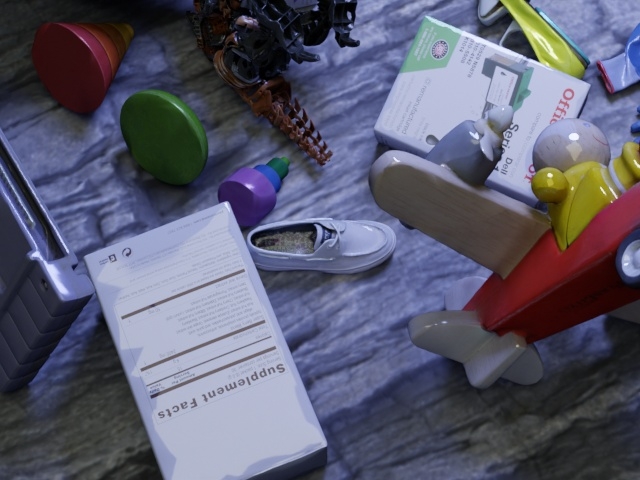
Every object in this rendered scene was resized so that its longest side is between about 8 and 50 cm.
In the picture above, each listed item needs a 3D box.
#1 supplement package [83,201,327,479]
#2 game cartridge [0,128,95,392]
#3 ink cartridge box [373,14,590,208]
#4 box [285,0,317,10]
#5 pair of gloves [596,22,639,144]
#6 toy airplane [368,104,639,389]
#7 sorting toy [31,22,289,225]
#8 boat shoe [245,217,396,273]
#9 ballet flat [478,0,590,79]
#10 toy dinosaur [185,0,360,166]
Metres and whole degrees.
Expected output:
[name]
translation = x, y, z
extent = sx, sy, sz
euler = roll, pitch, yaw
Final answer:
[supplement package]
translation = -0.123, 0.139, 1.348
extent = 0.175, 0.177, 0.293
euler = -21, 74, -6
[game cartridge]
translation = -0.402, -0.022, 1.384
extent = 0.068, 0.230, 0.355
euler = -17, 68, -47
[ink cartridge box]
translation = 0.197, -0.154, 1.466
extent = 0.219, 0.092, 0.160
euler = 24, 89, 8
[box]
translation = -0.074, -0.457, 1.591
extent = 0.063, 0.067, 0.324
euler = -14, 74, -4
[pair of gloves]
translation = 0.446, -0.195, 1.529
extent = 0.159, 0.023, 0.198
euler = -24, 75, -9
[toy airplane]
translation = 0.265, -0.001, 1.316
extent = 0.384, 0.386, 0.272
euler = -3, 61, 10
[sorting toy]
translation = -0.183, -0.167, 1.501
extent = 0.365, 0.127, 0.126
euler = 37, 47, 8
[boat shoe]
translation = 0.000, 0.000, 1.449
extent = 0.184, 0.063, 0.066
euler = 2, 73, 1
[ballet flat]
translation = 0.249, -0.285, 1.535
extent = 0.077, 0.077, 0.231
euler = -38, 77, 13
[toy dinosaur]
translation = -0.066, -0.253, 1.482
extent = 0.322, 0.218, 0.164
euler = 46, 52, -17
